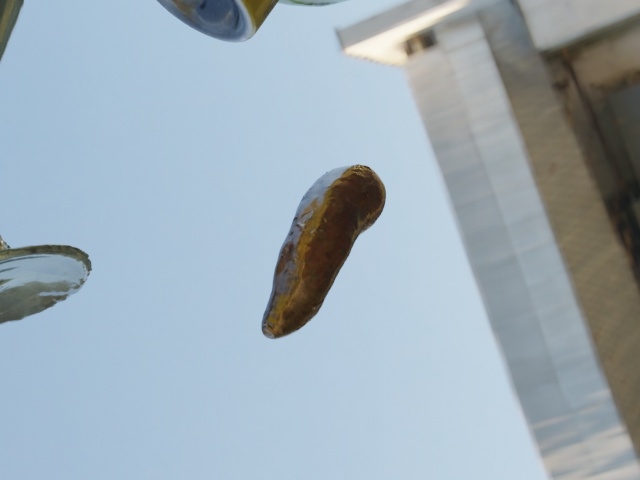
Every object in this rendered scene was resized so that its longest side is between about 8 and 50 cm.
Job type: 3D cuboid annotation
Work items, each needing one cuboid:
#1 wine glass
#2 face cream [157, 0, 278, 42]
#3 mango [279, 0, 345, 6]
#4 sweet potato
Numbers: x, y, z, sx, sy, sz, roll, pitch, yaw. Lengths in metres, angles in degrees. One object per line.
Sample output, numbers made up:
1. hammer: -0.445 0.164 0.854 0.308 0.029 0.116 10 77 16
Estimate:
1. wine glass: -0.438 -0.112 1.732 0.267 0.267 0.406 24 -138 -63
2. face cream: 0.000 -0.308 1.044 0.349 0.105 0.105 -58 -45 -20
3. mango: 0.032 -0.297 1.194 0.293 0.143 0.175 -28 -76 -24
4. sweet potato: -0.001 0.000 1.679 0.097 0.097 0.292 60 -139 -25
